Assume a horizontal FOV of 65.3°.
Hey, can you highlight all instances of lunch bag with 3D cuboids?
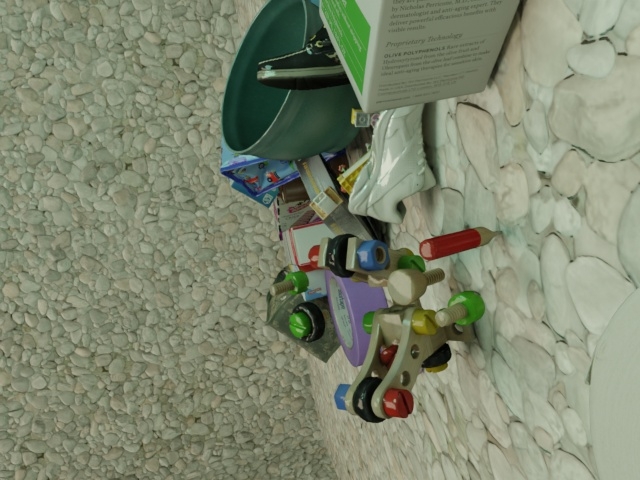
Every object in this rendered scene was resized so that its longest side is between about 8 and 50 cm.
[{"bbox_3d":[-0.070,-0.260,1.124,0.138,0.293,0.221,35,-135,-53],"label":"lunch bag"},{"bbox_3d":[-0.045,0.219,1.613,0.235,0.169,0.287,37,-169,-14],"label":"lunch bag"}]

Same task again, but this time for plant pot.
[{"bbox_3d":[-0.027,-0.173,1.263,0.167,0.165,0.167,168,90,-80],"label":"plant pot"},{"bbox_3d":[-0.032,-0.273,0.924,0.293,0.196,0.293,-25,58,48],"label":"plant pot"}]

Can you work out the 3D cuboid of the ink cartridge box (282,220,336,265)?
[{"bbox_3d":[0.000,0.000,1.307,0.237,0.171,0.100,171,86,-80],"label":"ink cartridge box"}]

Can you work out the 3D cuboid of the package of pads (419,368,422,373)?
[{"bbox_3d":[0.185,0.229,0.997,0.083,0.031,0.050,87,163,-44],"label":"package of pads"}]

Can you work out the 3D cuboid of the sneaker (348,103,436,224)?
[{"bbox_3d":[0.128,-0.128,0.748,0.090,0.115,0.232,-54,-15,-57],"label":"sneaker"}]

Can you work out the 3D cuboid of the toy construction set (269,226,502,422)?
[{"bbox_3d":[0.133,0.080,0.692,0.309,0.237,0.258,-45,65,45],"label":"toy construction set"}]

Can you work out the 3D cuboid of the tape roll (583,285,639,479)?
[{"bbox_3d":[0.295,0.178,0.238,0.392,0.071,0.393,167,90,-80],"label":"tape roll"}]

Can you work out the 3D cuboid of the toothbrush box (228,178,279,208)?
[{"bbox_3d":[-0.133,-0.268,1.391,0.296,0.126,0.216,-55,24,10],"label":"toothbrush box"}]

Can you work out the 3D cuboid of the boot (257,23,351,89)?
[{"bbox_3d":[0.019,-0.313,0.698,0.085,0.236,0.179,-57,-41,-81],"label":"boot"}]

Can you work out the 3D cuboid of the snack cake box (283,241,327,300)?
[{"bbox_3d":[-0.010,0.065,1.499,0.264,0.152,0.089,-123,23,-63],"label":"snack cake box"}]

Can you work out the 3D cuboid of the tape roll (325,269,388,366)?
[{"bbox_3d":[0.091,0.174,1.270,0.275,0.090,0.275,167,90,-80],"label":"tape roll"}]

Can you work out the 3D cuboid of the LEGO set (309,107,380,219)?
[{"bbox_3d":[0.069,-0.173,0.844,0.107,0.132,0.287,-112,34,-63],"label":"LEGO set"}]

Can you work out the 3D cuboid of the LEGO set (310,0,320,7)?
[{"bbox_3d":[-0.064,-0.561,1.177,0.087,0.093,0.227,90,163,-51],"label":"LEGO set"}]

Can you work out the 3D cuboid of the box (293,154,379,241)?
[{"bbox_3d":[0.044,-0.063,1.044,0.231,0.056,0.183,46,-164,-46],"label":"box"}]

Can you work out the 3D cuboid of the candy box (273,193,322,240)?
[{"bbox_3d":[-0.065,-0.106,1.561,0.233,0.159,0.071,91,161,-56],"label":"candy box"}]

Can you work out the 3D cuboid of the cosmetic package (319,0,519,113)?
[{"bbox_3d":[0.099,-0.323,0.445,0.366,0.155,0.197,91,164,-57],"label":"cosmetic package"}]
